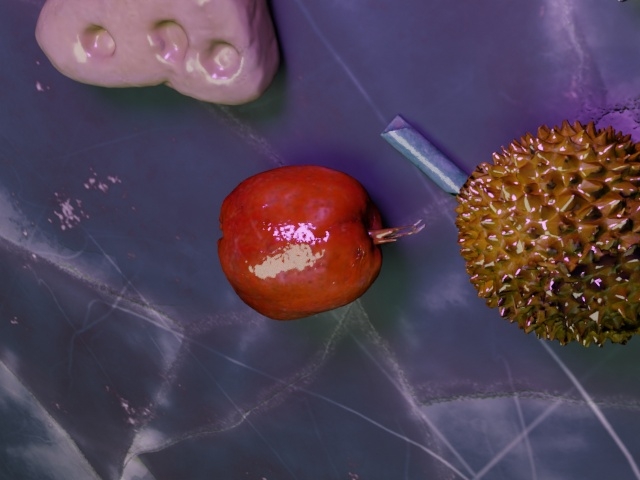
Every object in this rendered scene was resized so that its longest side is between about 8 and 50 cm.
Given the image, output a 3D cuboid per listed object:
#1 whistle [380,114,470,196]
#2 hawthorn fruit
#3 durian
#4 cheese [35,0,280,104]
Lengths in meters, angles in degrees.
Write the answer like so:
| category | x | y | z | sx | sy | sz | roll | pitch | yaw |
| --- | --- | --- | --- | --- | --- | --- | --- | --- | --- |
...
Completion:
| category | x | y | z | sx | sy | sz | roll | pitch | yaw |
| --- | --- | --- | --- | --- | --- | --- | --- | --- | --- |
| whistle | 0.157 | -0.086 | 1.163 | 0.186 | 0.039 | 0.039 | 41 | 134 | 0 |
| hawthorn fruit | 0.000 | 0.000 | 1.216 | 0.299 | 0.211 | 0.211 | -3 | 120 | 24 |
| durian | 0.291 | 0.006 | 1.012 | 0.293 | 0.258 | 0.258 | 17 | 145 | -35 |
| cheese | -0.229 | -0.348 | 1.152 | 0.351 | 0.129 | 0.328 | 13 | 130 | 22 |
